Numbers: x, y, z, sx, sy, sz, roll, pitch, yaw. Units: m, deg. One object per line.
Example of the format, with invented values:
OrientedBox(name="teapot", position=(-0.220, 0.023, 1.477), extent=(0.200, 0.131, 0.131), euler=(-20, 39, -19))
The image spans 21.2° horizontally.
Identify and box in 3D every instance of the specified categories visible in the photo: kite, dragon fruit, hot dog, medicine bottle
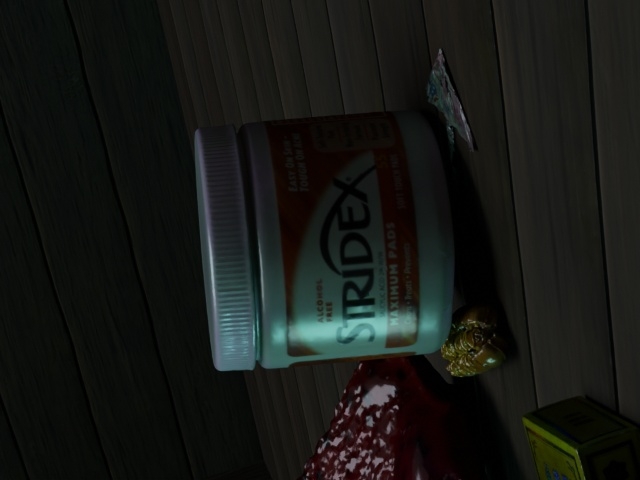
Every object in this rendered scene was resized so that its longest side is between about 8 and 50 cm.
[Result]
OrientedBox(name="kite", position=(0.123, -0.117, 1.649), extent=(0.139, 0.011, 0.157), euler=(-116, 13, -53))
OrientedBox(name="dragon fruit", position=(0.097, 0.325, 1.904), extent=(0.302, 0.240, 0.330), euler=(56, -168, -44))
OrientedBox(name="hot dog", position=(0.154, 0.102, 1.744), extent=(0.165, 0.045, 0.071), euler=(129, 122, -78))
OrientedBox(name="medicine bottle", position=(0.000, 0.000, 1.739), extent=(0.252, 0.240, 0.253), euler=(175, 90, -85))

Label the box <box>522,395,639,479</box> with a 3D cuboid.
OrientedBox(name="box", position=(0.243, 0.252, 1.442), extent=(0.141, 0.064, 0.220), euler=(-156, 48, -78))
